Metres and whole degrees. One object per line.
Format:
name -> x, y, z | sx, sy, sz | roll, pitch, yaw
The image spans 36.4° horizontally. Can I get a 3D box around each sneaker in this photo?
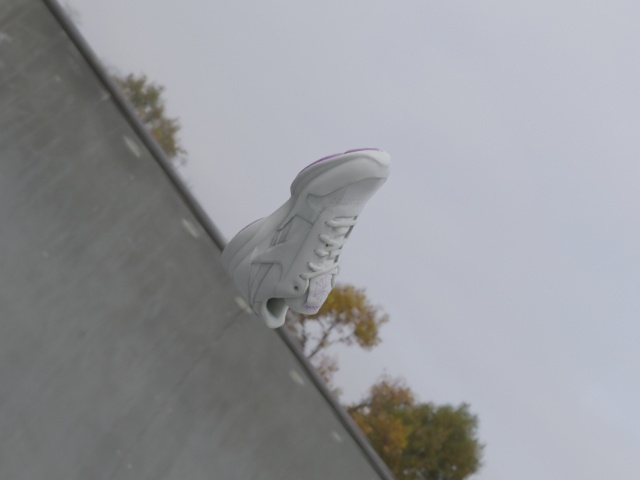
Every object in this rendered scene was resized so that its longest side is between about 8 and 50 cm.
sneaker -> 0.000, 0.000, 1.237 | 0.305, 0.114, 0.152 | -43, -116, 38
